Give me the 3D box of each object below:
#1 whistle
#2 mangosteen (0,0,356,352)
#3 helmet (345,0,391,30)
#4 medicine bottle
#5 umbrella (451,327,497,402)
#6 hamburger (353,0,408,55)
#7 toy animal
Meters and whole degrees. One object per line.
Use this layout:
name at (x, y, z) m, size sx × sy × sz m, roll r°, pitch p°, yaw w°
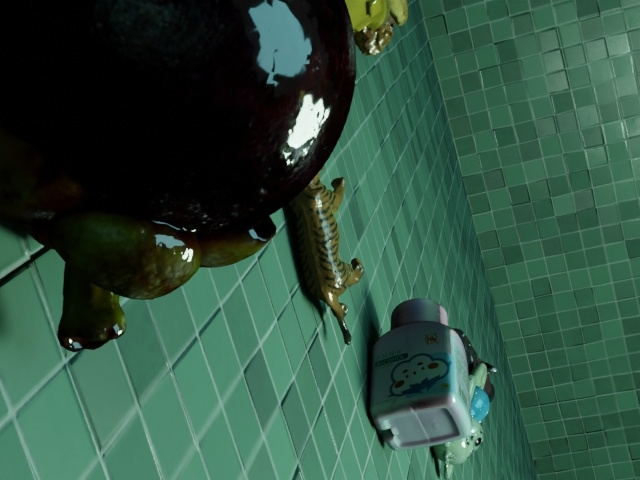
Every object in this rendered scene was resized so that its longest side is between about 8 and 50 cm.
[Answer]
whistle at (0.244, 0.288, 1.602) m, size 0.236 × 0.077 × 0.114 m, roll -52°, pitch 143°, yaw -51°
mangosteen at (-0.094, -0.062, 0.501) m, size 0.211 × 0.211 × 0.250 m, roll 16°, pitch 92°, yaw -74°
helmet at (-0.047, -0.250, 0.919) m, size 0.205 × 0.140 × 0.257 m, roll 48°, pitch -5°, yaw 12°
medicine bottle at (0.130, 0.170, 1.260) m, size 0.188 × 0.119 × 0.094 m, roll -85°, pitch 154°, yaw -48°
umbrella at (0.261, 0.241, 1.773) m, size 0.090 × 0.094 × 0.326 m, roll 34°, pitch -10°, yaw 33°
hamburger at (0.050, -0.377, 1.360) m, size 0.282 × 0.155 × 0.246 m, roll -33°, pitch 113°, yaw -79°
toy animal at (0.000, 0.000, 1.062) m, size 0.099 × 0.056 × 0.241 m, roll -9°, pitch 88°, yaw -69°
